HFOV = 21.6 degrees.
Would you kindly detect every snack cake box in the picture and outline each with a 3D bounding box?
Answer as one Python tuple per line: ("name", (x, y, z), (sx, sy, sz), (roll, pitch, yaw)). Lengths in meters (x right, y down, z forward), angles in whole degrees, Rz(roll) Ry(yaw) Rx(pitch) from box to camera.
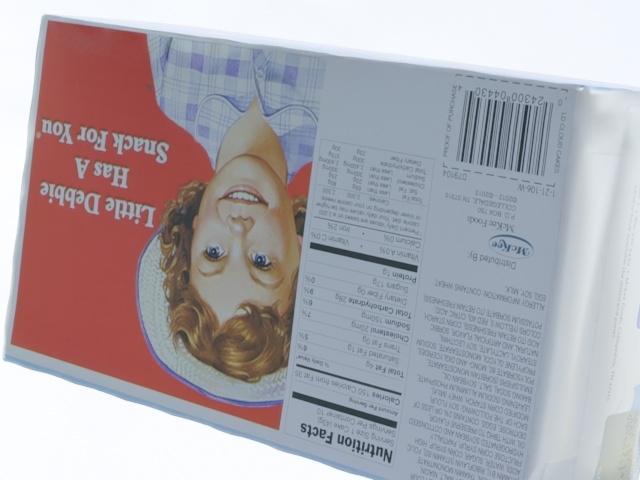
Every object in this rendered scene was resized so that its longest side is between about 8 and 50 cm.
("snack cake box", (0.000, 0.000, 0.655), (0.264, 0.152, 0.089), (13, 10, 37))
